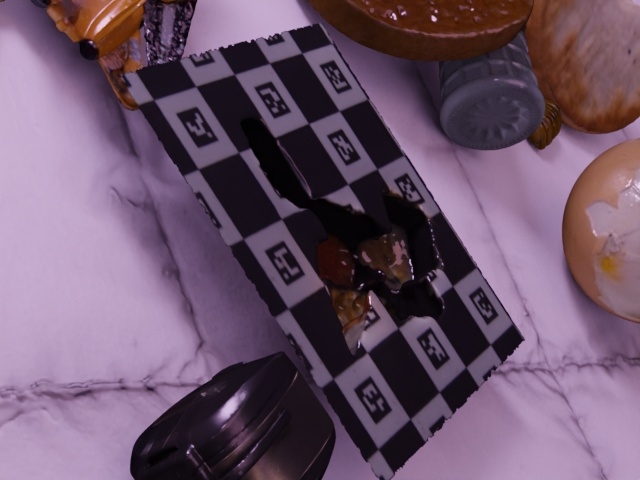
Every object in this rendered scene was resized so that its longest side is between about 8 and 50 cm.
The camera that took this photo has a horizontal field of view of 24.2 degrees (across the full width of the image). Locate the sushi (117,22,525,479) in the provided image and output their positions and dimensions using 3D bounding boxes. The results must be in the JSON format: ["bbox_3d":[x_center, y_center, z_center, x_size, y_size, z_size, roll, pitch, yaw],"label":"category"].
[{"bbox_3d":[0.000,0.000,1.249,0.359,0.064,0.343,58,30,1],"label":"sushi"}]

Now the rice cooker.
[{"bbox_3d":[-0.056,0.142,0.989,0.106,0.112,0.165,53,30,-15],"label":"rice cooker"}]

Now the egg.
[{"bbox_3d":[0.367,-0.017,1.647,0.201,0.201,0.244,50,17,-9],"label":"egg"}]

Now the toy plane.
[{"bbox_3d":[-0.142,-0.252,1.247,0.204,0.103,0.316,49,35,-14],"label":"toy plane"}]

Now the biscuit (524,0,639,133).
[{"bbox_3d":[0.340,-0.240,1.865,0.309,0.040,0.204,28,83,-44],"label":"biscuit"}]

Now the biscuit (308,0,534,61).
[{"bbox_3d":[0.089,-0.341,1.590,0.314,0.063,0.367,-9,61,-27],"label":"biscuit"}]

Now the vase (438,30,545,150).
[{"bbox_3d":[0.175,-0.245,1.664,0.143,0.143,0.299,29,43,-37],"label":"vase"}]

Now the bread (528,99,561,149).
[{"bbox_3d":[0.268,-0.141,1.786,0.049,0.033,0.088,60,30,-5],"label":"bread"}]
